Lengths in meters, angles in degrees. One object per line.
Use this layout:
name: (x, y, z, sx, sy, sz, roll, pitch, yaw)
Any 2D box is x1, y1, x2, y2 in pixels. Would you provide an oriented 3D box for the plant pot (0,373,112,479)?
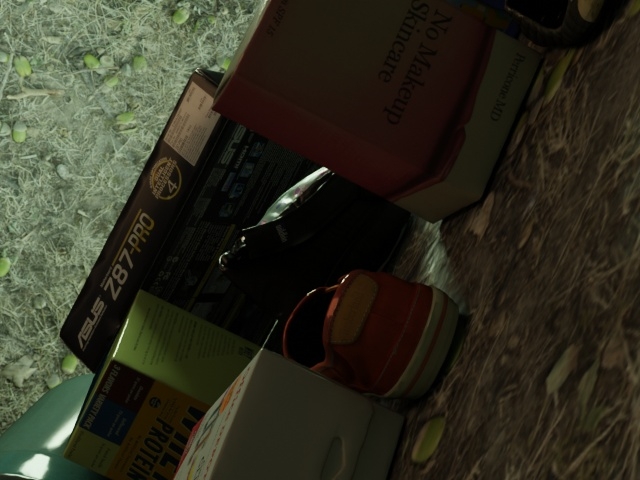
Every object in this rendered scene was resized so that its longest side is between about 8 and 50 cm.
plant pot: (-0.310, 0.350, 1.621, 0.341, 0.341, 0.334, -60, 1, 25)

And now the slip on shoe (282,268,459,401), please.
slip on shoe: (0.018, 0.082, 1.091, 0.331, 0.101, 0.123, 143, 150, -75)

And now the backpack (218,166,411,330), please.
backpack: (0.000, 0.000, 1.302, 0.182, 0.152, 0.115, -49, 15, -6)

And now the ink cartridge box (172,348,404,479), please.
ink cartridge box: (-0.038, 0.190, 1.007, 0.176, 0.127, 0.128, -51, 15, 53)

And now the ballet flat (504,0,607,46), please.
ballet flat: (0.187, -0.184, 1.027, 0.057, 0.049, 0.173, -65, 9, -4)

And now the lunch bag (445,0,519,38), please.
lunch bag: (0.112, -0.291, 1.222, 0.293, 0.221, 0.138, -57, 11, 39)

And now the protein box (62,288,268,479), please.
protein box: (-0.158, 0.189, 1.483, 0.136, 0.201, 0.200, -61, 9, 18)

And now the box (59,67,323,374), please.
box: (-0.120, -0.013, 1.669, 0.318, 0.097, 0.395, 3, -59, -53)

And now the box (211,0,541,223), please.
box: (0.045, -0.137, 1.120, 0.148, 0.232, 0.127, -66, 9, -14)
